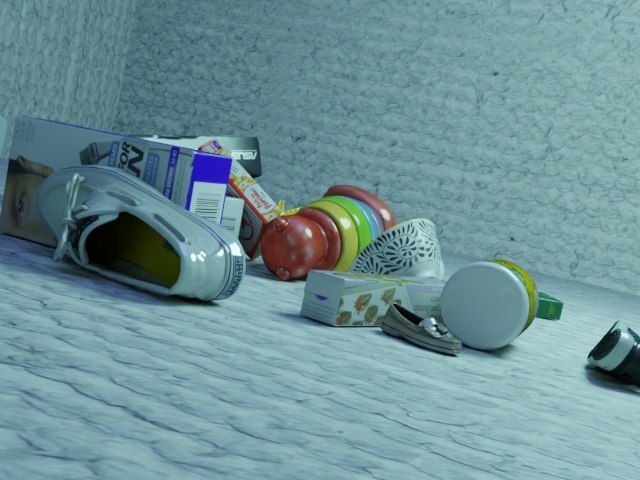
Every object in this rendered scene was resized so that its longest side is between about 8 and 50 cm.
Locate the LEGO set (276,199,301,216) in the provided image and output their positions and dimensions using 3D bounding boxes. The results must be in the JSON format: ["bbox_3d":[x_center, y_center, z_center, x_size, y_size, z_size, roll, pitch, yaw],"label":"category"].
[{"bbox_3d":[-0.092,-0.006,2.039,0.287,0.107,0.132,18,41,24],"label":"LEGO set"}]

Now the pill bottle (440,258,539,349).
[{"bbox_3d":[0.244,0.085,1.304,0.117,0.118,0.208,13,4,19],"label":"pill bottle"}]

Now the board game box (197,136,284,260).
[{"bbox_3d":[-0.158,-0.074,1.710,0.193,0.045,0.147,47,-29,12],"label":"board game box"}]

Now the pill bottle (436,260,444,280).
[{"bbox_3d":[0.194,0.055,1.793,0.087,0.087,0.160,12,4,3],"label":"pill bottle"}]

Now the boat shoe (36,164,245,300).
[{"bbox_3d":[-0.279,-0.009,1.190,0.367,0.136,0.156,26,14,33],"label":"boat shoe"}]

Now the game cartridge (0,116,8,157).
[{"bbox_3d":[-0.477,-0.086,1.105,0.060,0.196,0.294,11,4,11],"label":"game cartridge"}]

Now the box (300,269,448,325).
[{"bbox_3d":[0.099,0.083,1.302,0.067,0.063,0.324,16,6,39],"label":"box"}]

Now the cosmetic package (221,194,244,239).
[{"bbox_3d":[-0.241,-0.039,1.689,0.085,0.117,0.231,6,5,-42],"label":"cosmetic package"}]

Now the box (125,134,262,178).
[{"bbox_3d":[-0.366,-0.146,1.974,0.318,0.097,0.395,-1,-5,-43],"label":"box"}]

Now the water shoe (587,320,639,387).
[{"bbox_3d":[0.402,0.159,1.221,0.080,0.073,0.203,40,11,13],"label":"water shoe"}]

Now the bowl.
[{"bbox_3d":[0.132,0.052,1.466,0.170,0.170,0.080,6,42,-52],"label":"bowl"}]

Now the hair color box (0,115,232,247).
[{"bbox_3d":[-0.309,-0.066,1.376,0.339,0.185,0.110,13,6,28],"label":"hair color box"}]

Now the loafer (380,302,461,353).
[{"bbox_3d":[0.126,0.110,1.170,0.045,0.039,0.125,9,5,-44],"label":"loafer"}]

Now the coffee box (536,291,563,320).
[{"bbox_3d":[0.365,0.113,1.804,0.184,0.040,0.113,10,5,-10],"label":"coffee box"}]

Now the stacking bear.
[{"bbox_3d":[0.000,0.000,1.641,0.164,0.175,0.289,5,10,33],"label":"stacking bear"}]
